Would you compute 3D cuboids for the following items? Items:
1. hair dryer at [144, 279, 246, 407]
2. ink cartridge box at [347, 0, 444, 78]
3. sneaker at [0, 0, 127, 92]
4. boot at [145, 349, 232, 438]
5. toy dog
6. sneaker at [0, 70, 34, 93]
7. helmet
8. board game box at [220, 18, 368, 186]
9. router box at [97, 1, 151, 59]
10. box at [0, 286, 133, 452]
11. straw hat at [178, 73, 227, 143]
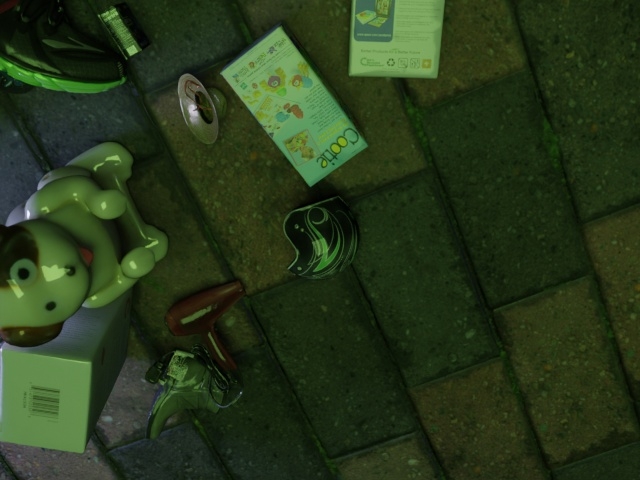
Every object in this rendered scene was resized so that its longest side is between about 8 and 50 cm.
[{"bbox_3d":[-0.249,0.217,1.628,0.224,0.080,0.293,20,101,-16],"label":"hair dryer"},{"bbox_3d":[0.147,-0.495,1.356,0.176,0.069,0.370,2,115,-1],"label":"ink cartridge box"},{"bbox_3d":[-0.562,-0.438,1.305,0.483,0.185,0.202,34,112,-15],"label":"sneaker"},{"bbox_3d":[-0.309,0.384,1.698,0.161,0.083,0.246,21,106,-10],"label":"boot"},{"bbox_3d":[-0.512,0.012,1.368,0.396,0.408,0.284,-9,112,2],"label":"toy dog"},{"bbox_3d":[-0.655,-0.358,1.396,0.211,0.081,0.080,28,109,-30],"label":"sneaker"},{"bbox_3d":[0.000,0.000,1.505,0.170,0.169,0.161,-18,95,6],"label":"helmet"},{"bbox_3d":[-0.047,-0.268,1.404,0.144,0.142,0.275,-34,108,12],"label":"board game box"},{"bbox_3d":[-0.366,-0.396,1.357,0.038,0.122,0.092,-29,111,6],"label":"router box"},{"bbox_3d":[-0.515,0.236,1.493,0.168,0.345,0.214,10,112,-4],"label":"box"},{"bbox_3d":[-0.221,-0.270,1.440,0.061,0.145,0.144,-29,116,-33],"label":"straw hat"}]
